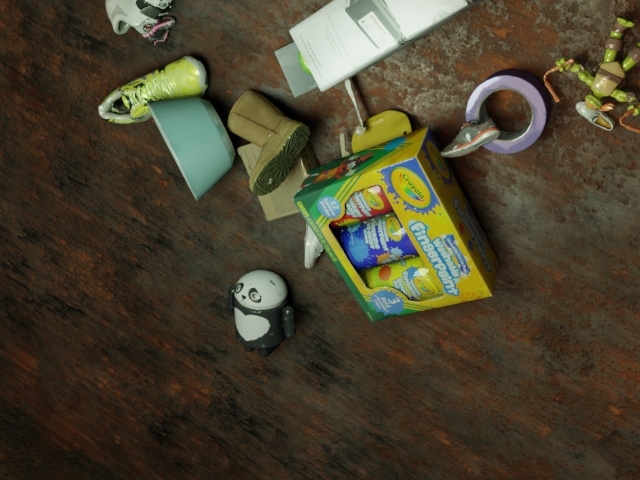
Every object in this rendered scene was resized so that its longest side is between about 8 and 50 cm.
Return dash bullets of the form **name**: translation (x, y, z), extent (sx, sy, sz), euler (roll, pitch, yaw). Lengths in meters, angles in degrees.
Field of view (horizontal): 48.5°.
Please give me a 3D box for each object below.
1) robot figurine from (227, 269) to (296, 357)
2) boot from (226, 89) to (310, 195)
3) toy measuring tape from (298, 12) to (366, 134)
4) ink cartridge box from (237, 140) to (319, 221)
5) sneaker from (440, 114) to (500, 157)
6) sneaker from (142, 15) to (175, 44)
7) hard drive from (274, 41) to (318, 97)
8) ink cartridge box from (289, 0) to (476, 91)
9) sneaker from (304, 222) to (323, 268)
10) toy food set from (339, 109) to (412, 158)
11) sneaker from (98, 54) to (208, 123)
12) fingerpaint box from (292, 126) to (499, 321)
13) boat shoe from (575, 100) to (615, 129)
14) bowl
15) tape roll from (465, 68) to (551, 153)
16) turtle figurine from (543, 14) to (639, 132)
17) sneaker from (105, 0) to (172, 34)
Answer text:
- **robot figurine**: translation (-0.187, 0.229, 2.234), extent (0.209, 0.174, 0.278), euler (-2, 117, -7)
- **boot**: translation (-0.172, -0.267, 1.929), extent (0.236, 0.089, 0.269), euler (-52, 49, -3)
- **toy measuring tape**: translation (0.019, -0.420, 1.832), extent (0.121, 0.121, 0.330), euler (-13, 99, 31)
- **ink cartridge box**: translation (-0.102, -0.193, 2.037), extent (0.193, 0.088, 0.235), euler (-12, 107, 32)
- **sneaker**: translation (0.355, -0.250, 1.707), extent (0.158, 0.061, 0.065), euler (-24, 74, 33)
- **sneaker**: translation (-0.457, -0.604, 2.054), extent (0.119, 0.047, 0.057), euler (-16, 128, 33)
- **hard drive**: translation (-0.057, -0.466, 1.920), extent (0.094, 0.022, 0.135), euler (-17, 105, 32)
- **ink cartridge box**: translation (0.171, -0.524, 1.614), extent (0.394, 0.285, 0.166), euler (-23, 101, 33)
- **sneaker**: translation (0.000, 0.000, 2.096), extent (0.094, 0.080, 0.212), euler (2, 129, -9)
- **toy food set**: translation (0.158, -0.261, 1.890), extent (0.217, 0.071, 0.128), euler (-19, 80, 31)
- **sneaker**: translation (-0.490, -0.423, 2.090), extent (0.384, 0.147, 0.145), euler (-20, 102, 32)
- **fingerpaint box**: translation (0.204, -0.023, 1.862), extent (0.371, 0.163, 0.445), euler (-16, 119, 32)
- **boat shoe**: translation (0.635, -0.287, 1.643), extent (0.100, 0.035, 0.035), euler (38, 125, 6)
- **bowl**: translation (-0.353, -0.285, 2.030), extent (0.163, 0.311, 0.312), euler (-28, 102, -9)
- **tape roll**: translation (0.450, -0.309, 1.701), extent (0.189, 0.080, 0.189), euler (12, 119, 23)
- **turtle figurine**: translation (0.654, -0.365, 1.564), extent (0.269, 0.087, 0.217), euler (36, 118, 18)
- **sneaker**: translation (-0.467, -0.655, 1.972), extent (0.330, 0.122, 0.146), euler (-3, 99, 38)
